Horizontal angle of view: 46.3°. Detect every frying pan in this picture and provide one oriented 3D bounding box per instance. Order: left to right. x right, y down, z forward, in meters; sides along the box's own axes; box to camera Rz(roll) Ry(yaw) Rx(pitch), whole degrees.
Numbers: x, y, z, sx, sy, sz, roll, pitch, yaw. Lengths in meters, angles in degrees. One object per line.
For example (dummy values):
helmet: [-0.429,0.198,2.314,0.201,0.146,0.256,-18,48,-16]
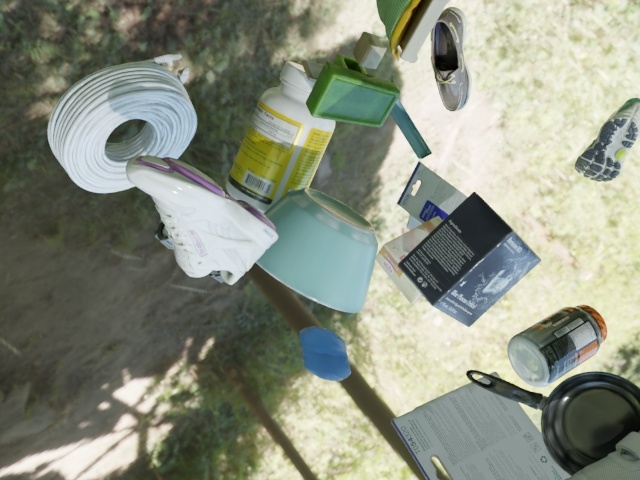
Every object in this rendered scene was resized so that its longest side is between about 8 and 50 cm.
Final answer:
frying pan: [0.427,0.328,1.325,0.326,0.197,0.053,-3,176,26]

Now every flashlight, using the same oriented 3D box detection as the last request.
flashlight: [-0.349,0.030,2.185,0.103,0.103,0.304,-32,137,15]

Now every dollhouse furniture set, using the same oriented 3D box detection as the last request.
dollhouse furniture set: [0.084,-0.386,1.352,0.151,0.198,0.302,7,133,-28]

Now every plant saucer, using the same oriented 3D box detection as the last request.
plant saucer: [0.261,-0.327,2.212,0.018,0.192,0.067,-34,178,43]

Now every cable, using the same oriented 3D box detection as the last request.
cable: [-0.342,-0.194,1.314,0.257,0.089,0.257,-18,148,-33]

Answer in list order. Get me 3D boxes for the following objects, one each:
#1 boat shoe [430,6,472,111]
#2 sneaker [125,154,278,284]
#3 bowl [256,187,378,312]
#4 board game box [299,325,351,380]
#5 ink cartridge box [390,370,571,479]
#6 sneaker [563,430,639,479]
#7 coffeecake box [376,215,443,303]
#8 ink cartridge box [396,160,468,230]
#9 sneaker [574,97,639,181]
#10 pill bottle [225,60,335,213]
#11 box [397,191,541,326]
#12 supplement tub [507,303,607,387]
boat shoe: [0.389,-0.534,2.268,0.096,0.116,0.325,-44,137,-42]
sneaker: [-0.192,-0.021,1.159,0.152,0.114,0.305,-53,136,1]
bowl: [0.000,0.000,1.599,0.163,0.311,0.311,-60,158,12]
board game box: [0.006,0.298,1.918,0.133,0.169,0.033,13,131,-24]
ink cartridge box: [0.369,0.501,1.734,0.330,0.324,0.071,-18,148,-25]
sneaker: [0.532,0.299,1.161,0.365,0.210,0.137,-7,-174,-15]
coffeecake box: [0.245,0.043,1.754,0.185,0.142,0.068,-26,158,-31]
ink cartridge box: [0.341,-0.045,1.928,0.165,0.332,0.065,-59,-170,-32]
sneaker: [0.718,-0.239,1.832,0.110,0.107,0.275,-55,171,-28]
pill bottle: [-0.080,-0.235,1.749,0.188,0.187,0.334,-6,125,-61]
box: [0.226,0.033,1.120,0.158,0.093,0.156,-45,146,10]
supplement tub: [0.481,0.207,1.509,0.190,0.117,0.117,-23,158,-28]
